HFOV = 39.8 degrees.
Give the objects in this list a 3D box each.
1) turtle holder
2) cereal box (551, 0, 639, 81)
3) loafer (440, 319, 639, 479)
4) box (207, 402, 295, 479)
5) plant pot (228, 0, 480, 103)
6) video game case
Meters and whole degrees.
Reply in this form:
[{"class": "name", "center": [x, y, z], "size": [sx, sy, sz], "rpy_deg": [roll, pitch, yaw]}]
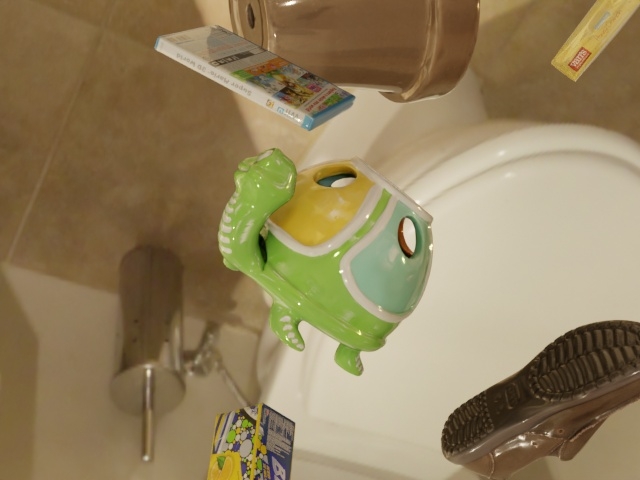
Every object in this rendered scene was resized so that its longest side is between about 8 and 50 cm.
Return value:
[{"class": "turtle holder", "center": [0.002, -0.002, 1.152], "size": [0.320, 0.243, 0.227], "rpy_deg": [37, 98, -17]}, {"class": "cereal box", "center": [0.399, -0.320, 1.144], "size": [0.047, 0.240, 0.173], "rpy_deg": [39, 135, 7]}, {"class": "loafer", "center": [0.350, 0.241, 1.291], "size": [0.366, 0.134, 0.130], "rpy_deg": [-35, 115, 30]}, {"class": "box", "center": [-0.066, 0.235, 0.782], "size": [0.059, 0.169, 0.054], "rpy_deg": [-21, 137, 32]}, {"class": "plant pot", "center": [0.022, -0.279, 1.027], "size": [0.229, 0.263, 0.263], "rpy_deg": [-13, 130, -20]}, {"class": "video game case", "center": [-0.058, -0.158, 0.842], "size": [0.166, 0.119, 0.015], "rpy_deg": [29, 116, 10]}]
